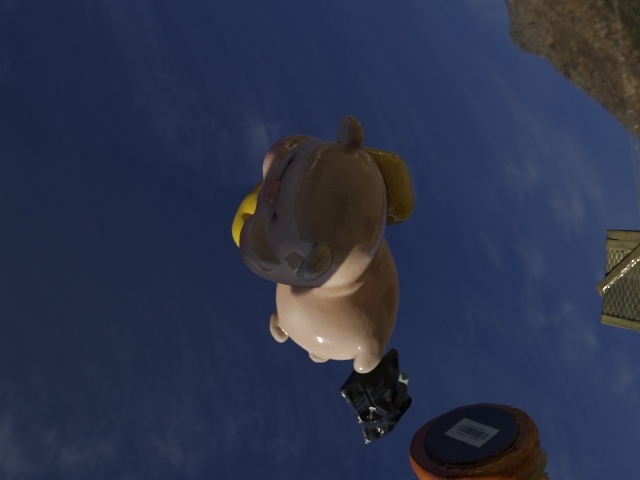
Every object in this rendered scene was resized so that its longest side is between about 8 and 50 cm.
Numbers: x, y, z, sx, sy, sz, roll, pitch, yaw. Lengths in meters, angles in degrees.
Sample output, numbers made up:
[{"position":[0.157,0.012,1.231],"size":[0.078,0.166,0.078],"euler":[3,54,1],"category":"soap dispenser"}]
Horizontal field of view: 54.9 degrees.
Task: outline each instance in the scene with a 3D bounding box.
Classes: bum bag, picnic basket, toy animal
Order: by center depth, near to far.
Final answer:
[{"position":[0.520,0.060,0.823],"size":[0.165,0.267,0.139],"euler":[1,-87,-20],"category":"picnic basket"},{"position":[-0.022,0.001,0.874],"size":[0.247,0.278,0.345],"euler":[26,-107,-76],"category":"toy animal"},{"position":[0.119,0.312,1.222],"size":[0.137,0.074,0.310],"euler":[-41,-35,-16],"category":"bum bag"}]

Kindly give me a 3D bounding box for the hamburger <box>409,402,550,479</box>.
[{"position":[0.389,0.569,1.497],"size":[0.330,0.330,0.250],"euler":[-31,-73,-44],"category":"hamburger"}]

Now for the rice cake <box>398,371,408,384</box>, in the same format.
[{"position":[0.192,0.346,1.450],"size":[0.022,0.121,0.022],"euler":[-11,-129,-8],"category":"rice cake"}]
